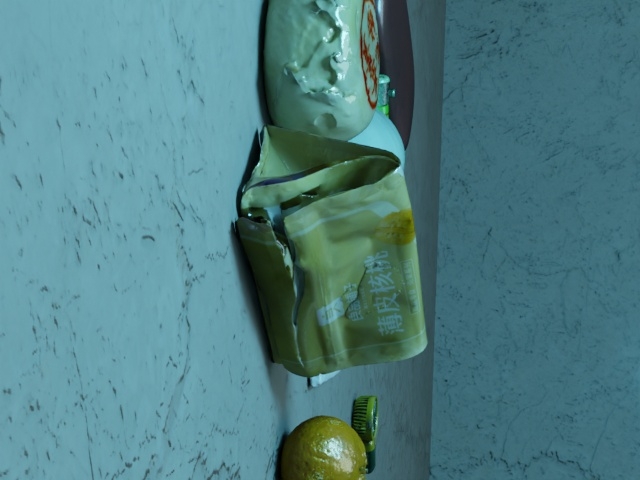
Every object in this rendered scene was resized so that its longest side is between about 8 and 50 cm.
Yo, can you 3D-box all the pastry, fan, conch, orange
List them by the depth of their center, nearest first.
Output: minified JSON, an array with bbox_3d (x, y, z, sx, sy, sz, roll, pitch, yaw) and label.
[{"bbox_3d":[0.003,-0.248,1.788,0.265,0.133,0.265,-1,90,-75],"label":"pastry"},{"bbox_3d":[0.005,0.307,1.858,0.135,0.117,0.135,-6,90,-82],"label":"orange"},{"bbox_3d":[0.046,-0.143,1.975,0.121,0.185,0.221,-55,-163,12],"label":"conch"},{"bbox_3d":[0.082,0.358,2.474,0.082,0.039,0.155,-64,154,-67],"label":"fan"}]

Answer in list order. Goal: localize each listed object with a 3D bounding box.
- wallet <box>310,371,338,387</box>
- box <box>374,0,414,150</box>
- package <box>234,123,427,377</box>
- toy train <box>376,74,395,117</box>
[{"bbox_3d":[0.011,0.160,2.110,0.183,0.032,0.124,-7,100,-80],"label":"wallet"},{"bbox_3d":[0.087,-0.325,2.267,0.404,0.108,0.263,78,17,-48],"label":"box"},{"bbox_3d":[-0.001,0.038,1.699,0.165,0.221,0.311,-53,147,-37],"label":"package"},{"bbox_3d":[0.064,-0.151,2.139,0.085,0.119,0.251,-57,147,-68],"label":"toy train"}]
